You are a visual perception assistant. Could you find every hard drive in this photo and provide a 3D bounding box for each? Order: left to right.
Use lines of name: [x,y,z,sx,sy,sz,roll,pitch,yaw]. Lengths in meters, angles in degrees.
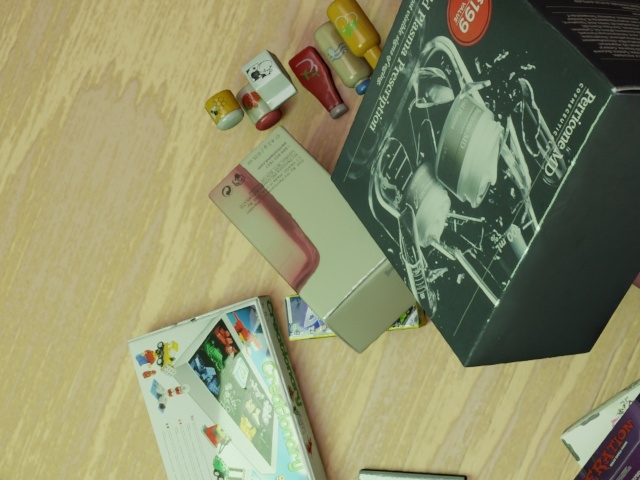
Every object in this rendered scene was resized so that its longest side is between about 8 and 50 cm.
hard drive: [0.114,0.336,1.587,0.135,0.022,0.094,1,90,16]

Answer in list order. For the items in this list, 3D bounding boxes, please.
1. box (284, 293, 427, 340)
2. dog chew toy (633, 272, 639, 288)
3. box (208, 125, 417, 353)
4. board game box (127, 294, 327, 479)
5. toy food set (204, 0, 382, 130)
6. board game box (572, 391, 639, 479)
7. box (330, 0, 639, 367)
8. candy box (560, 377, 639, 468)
box: [0.044,0.088,1.593,0.169,0.054,0.059,-7,87,16]
dog chew toy: [0.438,-0.080,1.316,0.206,0.207,0.332,54,128,10]
box: [0.000,0.000,1.521,0.127,0.148,0.232,-43,61,0]
board game box: [-0.113,0.243,1.626,0.193,0.053,0.305,-19,85,16]
toy food set: [-0.020,-0.189,1.584,0.232,0.111,0.104,-35,80,11]
board game box: [0.420,0.181,1.334,0.347,0.208,0.056,-56,32,12]
box: [0.200,-0.103,1.304,0.312,0.179,0.343,55,136,39]
candy box: [0.403,0.259,1.478,0.165,0.070,0.196,-36,81,13]
